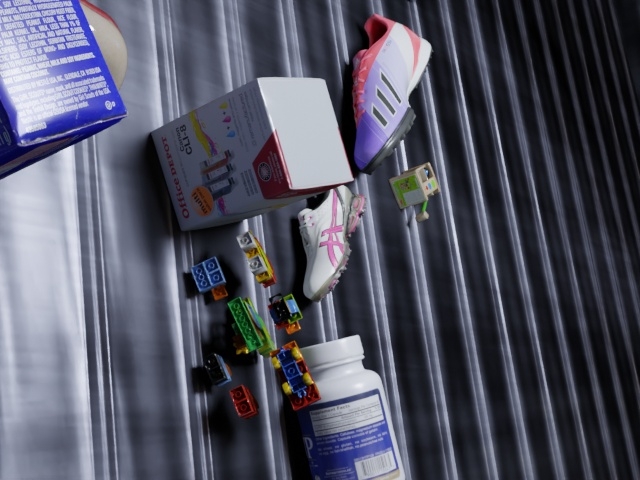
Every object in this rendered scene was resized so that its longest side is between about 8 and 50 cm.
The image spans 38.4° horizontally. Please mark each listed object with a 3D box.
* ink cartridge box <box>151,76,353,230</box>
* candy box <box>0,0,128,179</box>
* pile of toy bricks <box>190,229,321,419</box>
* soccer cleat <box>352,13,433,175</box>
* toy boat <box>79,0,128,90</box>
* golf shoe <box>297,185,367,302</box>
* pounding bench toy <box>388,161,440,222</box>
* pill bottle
[{"bbox_3d":[-0.080,-0.098,1.057,0.127,0.176,0.128,-14,86,-53],"label":"ink cartridge box"},{"bbox_3d":[-0.328,-0.182,0.666,0.122,0.268,0.317,-33,102,-58],"label":"candy box"},{"bbox_3d":[-0.074,0.107,1.058,0.105,0.118,0.212,57,8,-71],"label":"pile of toy bricks"},{"bbox_3d":[0.088,-0.231,1.434,0.116,0.108,0.318,33,48,-15],"label":"soccer cleat"},{"bbox_3d":[-0.297,-0.200,0.860,0.231,0.151,0.151,26,26,-46],"label":"toy boat"},{"bbox_3d":[0.000,0.000,1.234,0.086,0.067,0.186,26,52,-11],"label":"golf shoe"},{"bbox_3d":[0.160,-0.075,1.489,0.065,0.052,0.083,-30,100,-55],"label":"pounding bench toy"},{"bbox_3d":[0.029,0.216,1.122,0.112,0.112,0.187,-4,78,-55],"label":"pill bottle"}]
